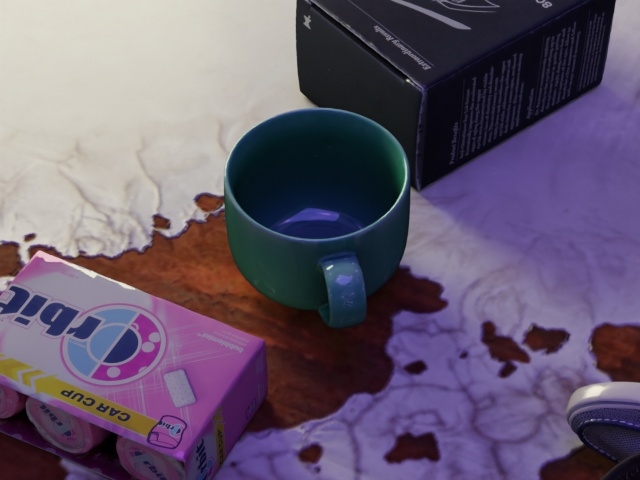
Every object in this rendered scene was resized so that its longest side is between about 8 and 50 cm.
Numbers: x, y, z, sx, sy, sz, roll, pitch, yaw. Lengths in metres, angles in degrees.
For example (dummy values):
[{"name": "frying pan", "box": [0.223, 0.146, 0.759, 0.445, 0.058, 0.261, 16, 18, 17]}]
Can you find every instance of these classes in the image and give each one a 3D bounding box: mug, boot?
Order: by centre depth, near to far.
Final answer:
[{"name": "boot", "box": [0.237, 0.152, 0.932, 0.190, 0.069, 0.086, 15, 55, 12]}, {"name": "mug", "box": [-0.007, -0.005, 1.060, 0.129, 0.097, 0.158, 16, 50, 14]}]

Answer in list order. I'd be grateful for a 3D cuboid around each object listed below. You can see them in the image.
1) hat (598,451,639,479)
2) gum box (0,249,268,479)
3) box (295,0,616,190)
[{"name": "hat", "box": [0.267, 0.227, 0.786, 0.331, 0.134, 0.331, 2, 59, -4]}, {"name": "gum box", "box": [-0.142, 0.088, 0.999, 0.188, 0.062, 0.107, 20, 50, 18]}, {"name": "box", "box": [0.105, -0.159, 1.194, 0.207, 0.108, 0.153, -30, 54, -24]}]
